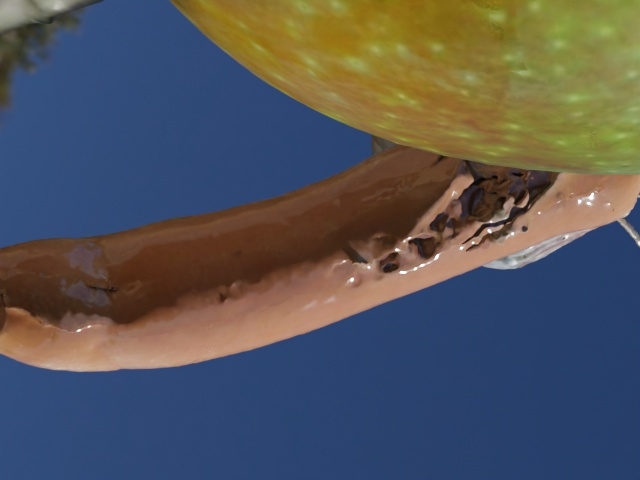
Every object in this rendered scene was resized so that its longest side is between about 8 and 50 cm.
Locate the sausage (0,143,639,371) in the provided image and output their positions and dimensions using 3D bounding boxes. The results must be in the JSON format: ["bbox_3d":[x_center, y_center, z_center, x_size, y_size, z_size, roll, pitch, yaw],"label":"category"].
[{"bbox_3d":[0.000,0.000,0.830,0.078,0.304,0.078,162,-90,-77],"label":"sausage"}]

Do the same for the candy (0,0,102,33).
[{"bbox_3d":[-0.097,-0.167,0.706,0.185,0.137,0.195,-16,-155,30],"label":"candy"}]

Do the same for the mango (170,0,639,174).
[{"bbox_3d":[0.125,-0.143,0.490,0.201,0.382,0.225,94,-21,-89],"label":"mango"}]

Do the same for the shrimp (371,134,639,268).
[{"bbox_3d":[0.178,-0.076,0.991,0.343,0.116,0.145,-22,-98,27],"label":"shrimp"}]
